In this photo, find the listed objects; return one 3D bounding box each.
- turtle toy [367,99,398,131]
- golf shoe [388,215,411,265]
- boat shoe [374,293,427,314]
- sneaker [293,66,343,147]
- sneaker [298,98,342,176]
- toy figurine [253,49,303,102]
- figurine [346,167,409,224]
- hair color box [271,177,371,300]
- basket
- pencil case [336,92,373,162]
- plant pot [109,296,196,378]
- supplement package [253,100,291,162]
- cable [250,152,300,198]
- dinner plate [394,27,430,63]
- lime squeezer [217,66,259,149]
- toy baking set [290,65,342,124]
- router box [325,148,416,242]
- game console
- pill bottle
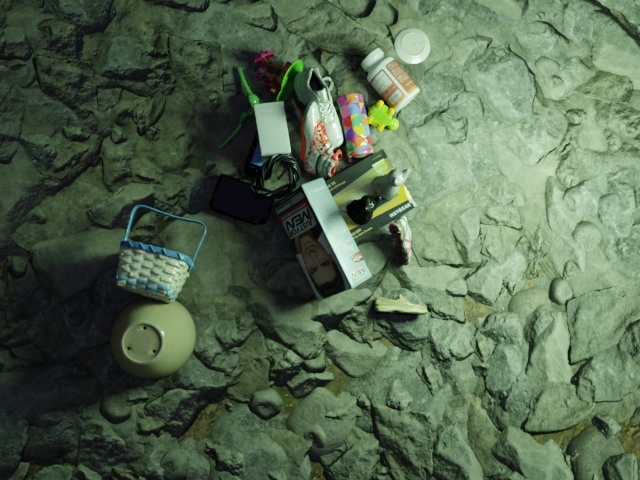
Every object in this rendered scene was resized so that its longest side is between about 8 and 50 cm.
[{"bbox_3d":[0.229,-0.449,1.932,0.130,0.066,0.095,34,106,-6],"label":"turtle toy"},{"bbox_3d":[0.300,0.003,1.882,0.086,0.067,0.186,-36,127,-33],"label":"golf shoe"},{"bbox_3d":[0.289,0.228,1.890,0.189,0.068,0.072,5,73,-6],"label":"boat shoe"},{"bbox_3d":[-0.002,-0.464,1.847,0.111,0.129,0.297,-29,96,-16],"label":"sneaker"},{"bbox_3d":[0.008,-0.344,1.812,0.144,0.090,0.270,18,128,14],"label":"sneaker"},{"bbox_3d":[-0.173,-0.603,1.894,0.159,0.130,0.173,34,107,10],"label":"toy figurine"},{"bbox_3d":[0.196,-0.154,1.750,0.215,0.209,0.092,-44,92,-8],"label":"figurine"},{"bbox_3d":[0.000,0.000,1.800,0.113,0.185,0.375,-26,89,-43],"label":"hair color box"},{"bbox_3d":[-0.538,0.042,1.740,0.254,0.201,0.289,17,77,-1],"label":"basket"},{"bbox_3d":[0.121,-0.406,1.895,0.104,0.104,0.237,-8,90,-7],"label":"pencil case"},{"bbox_3d":[-0.559,0.322,1.720,0.283,0.191,0.285,1,85,-7],"label":"plant pot"},{"bbox_3d":[-0.166,-0.371,1.819,0.105,0.105,0.180,-9,85,-6],"label":"supplement package"},{"bbox_3d":[-0.141,-0.216,1.792,0.150,0.047,0.185,24,118,-28],"label":"cable"},{"bbox_3d":[0.349,-0.739,1.995,0.141,0.017,0.141,1,86,-8],"label":"dinner plate"},{"bbox_3d":[-0.281,-0.465,1.881,0.109,0.059,0.311,13,85,-6],"label":"lime squeezer"},{"bbox_3d":[-0.008,-0.494,1.930,0.196,0.030,0.256,-36,96,-14],"label":"toy baking set"},{"bbox_3d":[0.150,-0.145,1.892,0.308,0.081,0.243,-31,89,-8],"label":"router box"},{"bbox_3d":[-0.239,-0.245,1.875,0.213,0.044,0.362,19,83,-5],"label":"game console"},{"bbox_3d":[0.249,-0.585,1.918,0.121,0.121,0.216,-40,91,-8],"label":"pill bottle"}]
